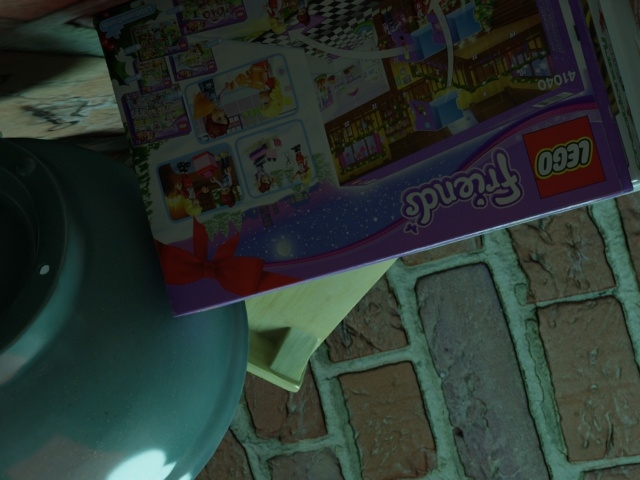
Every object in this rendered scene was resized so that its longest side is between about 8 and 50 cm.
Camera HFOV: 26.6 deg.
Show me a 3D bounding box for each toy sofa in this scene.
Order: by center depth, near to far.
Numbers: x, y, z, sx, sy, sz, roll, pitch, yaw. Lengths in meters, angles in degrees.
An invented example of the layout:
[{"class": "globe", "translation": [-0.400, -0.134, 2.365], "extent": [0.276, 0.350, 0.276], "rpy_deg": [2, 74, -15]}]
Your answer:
[{"class": "toy sofa", "translation": [0.000, 0.000, 1.568], "extent": [0.150, 0.177, 0.362], "rpy_deg": [27, 136, -13]}]

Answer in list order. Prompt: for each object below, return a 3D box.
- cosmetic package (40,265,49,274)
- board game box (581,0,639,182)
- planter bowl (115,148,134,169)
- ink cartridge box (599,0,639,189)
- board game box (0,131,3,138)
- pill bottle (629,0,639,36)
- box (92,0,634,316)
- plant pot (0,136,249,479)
[{"class": "cosmetic package", "translation": [-0.282, 0.057, 1.839], "extent": [0.224, 0.138, 0.225], "rpy_deg": [33, -158, 25]}, {"class": "board game box", "translation": [0.076, -0.097, 1.045], "extent": [0.305, 0.192, 0.053], "rpy_deg": [-17, 178, 22]}, {"class": "planter bowl", "translation": [-0.177, -0.041, 1.491], "extent": [0.162, 0.162, 0.109], "rpy_deg": [-15, -160, -18]}, {"class": "ink cartridge box", "translation": [0.148, -0.109, 1.182], "extent": [0.273, 0.197, 0.114], "rpy_deg": [-16, 178, 21]}, {"class": "board game box", "translation": [-0.391, 0.051, 1.170], "extent": [0.303, 0.224, 0.097], "rpy_deg": [-17, 175, 27]}, {"class": "pill bottle", "translation": [0.358, -0.206, 1.213], "extent": [0.121, 0.121, 0.216], "rpy_deg": [-14, 178, -38]}, {"class": "box", "translation": [0.020, -0.085, 0.828], "extent": [0.293, 0.200, 0.057], "rpy_deg": [-16, 177, 20]}, {"class": "plant pot", "translation": [-0.215, 0.048, 0.909], "extent": [0.293, 0.293, 0.196], "rpy_deg": [-16, 153, 7]}]
